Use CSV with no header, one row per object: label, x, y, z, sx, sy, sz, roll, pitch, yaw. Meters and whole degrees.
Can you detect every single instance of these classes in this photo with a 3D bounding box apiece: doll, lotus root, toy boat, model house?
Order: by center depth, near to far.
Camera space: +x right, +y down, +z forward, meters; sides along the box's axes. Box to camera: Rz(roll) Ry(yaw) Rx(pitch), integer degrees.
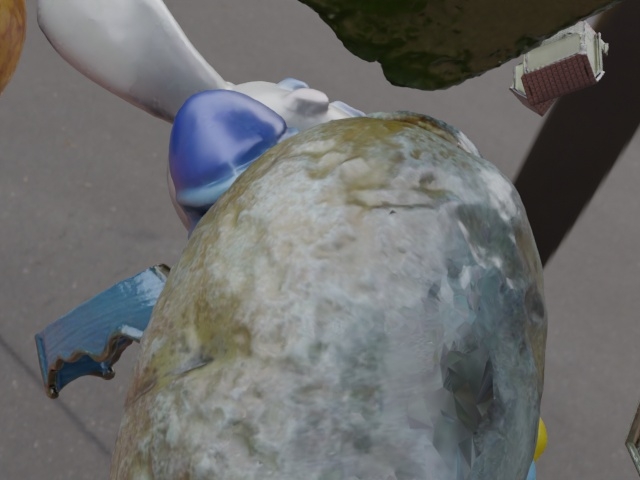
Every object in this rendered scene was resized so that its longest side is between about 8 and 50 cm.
lotus root,0.000,0.091,0.453,0.175,0.175,0.349,19,68,-6
doll,0.004,-0.007,0.710,0.376,0.187,0.365,13,31,-33
toy boat,-0.134,0.073,0.762,0.075,0.185,0.077,-17,82,-45
model house,0.189,-0.132,0.871,0.057,0.083,0.058,33,51,-43

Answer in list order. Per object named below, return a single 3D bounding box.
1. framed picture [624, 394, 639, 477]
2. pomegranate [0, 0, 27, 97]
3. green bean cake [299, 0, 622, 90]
framed picture,0.309,0.225,0.829,0.018,0.231,0.293,-12,52,-4
pomegranate,-0.352,-0.181,0.826,0.248,0.248,0.248,17,29,-10
green bean cake,0.079,-0.226,0.545,0.247,0.250,0.156,38,38,-39
